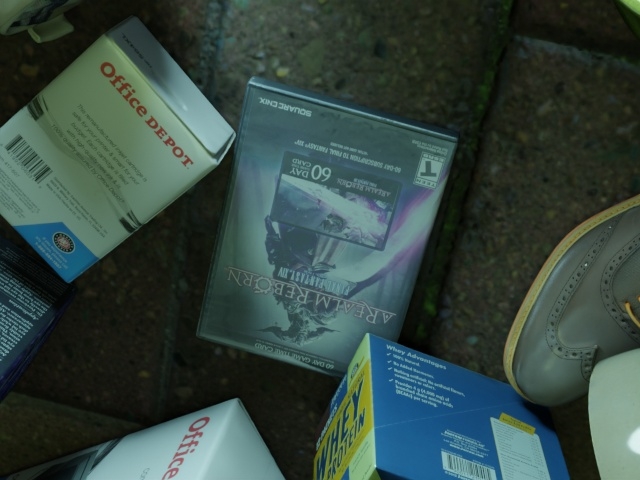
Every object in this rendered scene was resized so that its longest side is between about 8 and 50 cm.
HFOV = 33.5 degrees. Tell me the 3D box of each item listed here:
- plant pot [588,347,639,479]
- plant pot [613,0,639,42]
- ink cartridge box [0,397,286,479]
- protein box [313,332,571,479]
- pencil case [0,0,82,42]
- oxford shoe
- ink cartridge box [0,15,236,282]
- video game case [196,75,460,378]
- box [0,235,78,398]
[{"bbox_3d":[0.353,0.185,0.789,0.191,0.284,0.284,-29,106,26],"label":"plant pot"},{"bbox_3d":[0.356,-0.143,0.606,0.366,0.366,0.353,-20,144,18],"label":"plant pot"},{"bbox_3d":[-0.243,0.345,1.061,0.395,0.285,0.166,-21,108,18],"label":"ink cartridge box"},{"bbox_3d":[0.108,0.220,0.972,0.200,0.201,0.136,21,115,-10],"label":"protein box"},{"bbox_3d":[-0.299,-0.352,0.829,0.410,0.160,0.183,54,148,-15],"label":"pencil case"},{"bbox_3d":[0.290,0.031,0.905,0.130,0.133,0.363,37,115,-7],"label":"oxford shoe"},{"bbox_3d":[-0.201,-0.082,0.972,0.203,0.086,0.148,-35,104,21],"label":"ink cartridge box"},{"bbox_3d":[0.000,0.000,1.006,0.196,0.026,0.274,16,115,3],"label":"video game case"},{"bbox_3d":[-0.345,0.111,1.017,0.108,0.207,0.153,35,115,-6],"label":"box"}]
